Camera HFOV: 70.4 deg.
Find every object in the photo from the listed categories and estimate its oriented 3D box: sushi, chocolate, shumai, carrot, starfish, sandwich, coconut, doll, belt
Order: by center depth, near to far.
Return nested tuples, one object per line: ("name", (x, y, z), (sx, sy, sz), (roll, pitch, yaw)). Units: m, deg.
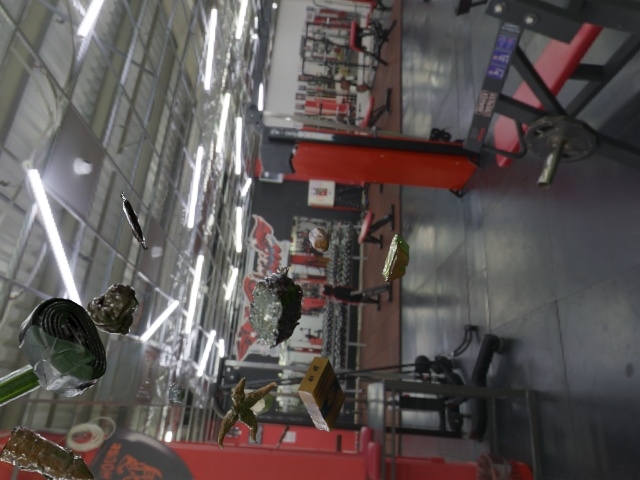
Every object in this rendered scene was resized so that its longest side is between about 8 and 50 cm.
("carrot", (-0.759, 0.617, 1.277), (0.102, 0.263, 0.102), (-155, 90, -86))
("chocolate", (-0.544, -0.056, 1.327), (0.086, 0.028, 0.183), (-14, 97, 65))
("belt", (-0.758, 0.312, 1.351), (0.289, 0.164, 0.184), (56, -153, 10))
("carrot", (0.000, 0.000, 1.359), (0.186, 0.060, 0.060), (-121, 36, -77))
("starfish", (-0.251, 0.580, 1.527), (0.248, 0.138, 0.050), (-70, 18, -3))
("shumai", (-0.791, 0.281, 1.813), (0.218, 0.185, 0.184), (54, -156, -47))
("sushi", (-0.180, 0.265, 1.855), (0.182, 0.196, 0.344), (-36, -33, -48))
("sandwich", (0.340, 0.084, 1.972), (0.090, 0.088, 0.244), (-88, 7, -48))
("doll", (-0.667, 0.703, 2.095), (0.180, 0.079, 0.094), (-24, 91, 62))
("coconut", (-0.281, 0.770, 2.168), (0.110, 0.124, 0.110), (63, 180, 0))

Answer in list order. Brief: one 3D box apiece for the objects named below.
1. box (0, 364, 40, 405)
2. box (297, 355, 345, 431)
("box", (-1.009, 0.475, 1.553), (0.097, 0.345, 0.134), (63, 167, 5))
("box", (0.009, 0.558, 1.648), (0.152, 0.070, 0.237), (-58, -40, -43))
